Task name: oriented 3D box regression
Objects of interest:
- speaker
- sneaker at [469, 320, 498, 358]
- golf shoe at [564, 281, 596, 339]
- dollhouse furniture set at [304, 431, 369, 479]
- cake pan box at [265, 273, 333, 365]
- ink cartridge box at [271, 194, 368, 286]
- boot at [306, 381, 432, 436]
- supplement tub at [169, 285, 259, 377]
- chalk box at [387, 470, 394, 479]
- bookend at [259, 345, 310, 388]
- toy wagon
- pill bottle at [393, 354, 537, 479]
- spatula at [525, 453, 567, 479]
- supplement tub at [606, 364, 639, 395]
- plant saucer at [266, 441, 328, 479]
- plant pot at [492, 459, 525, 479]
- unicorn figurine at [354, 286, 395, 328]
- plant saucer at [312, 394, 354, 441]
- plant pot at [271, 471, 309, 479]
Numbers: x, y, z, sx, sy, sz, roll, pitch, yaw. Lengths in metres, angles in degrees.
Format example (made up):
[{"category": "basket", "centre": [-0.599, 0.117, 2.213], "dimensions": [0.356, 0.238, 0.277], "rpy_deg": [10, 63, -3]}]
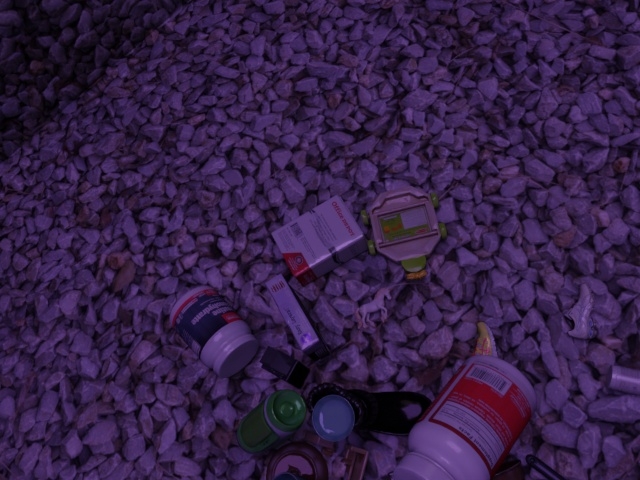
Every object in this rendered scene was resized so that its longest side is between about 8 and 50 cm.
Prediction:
[{"category": "speaker", "centre": [-0.149, 0.537, 1.669], "dimensions": [0.131, 0.296, 0.131], "rpy_deg": [15, 52, -21]}, {"category": "sneaker", "centre": [0.487, 0.347, 1.714], "dimensions": [0.094, 0.081, 0.208], "rpy_deg": [-9, 66, 12]}, {"category": "golf shoe", "centre": [0.780, 0.209, 1.711], "dimensions": [0.086, 0.069, 0.176], "rpy_deg": [0, 66, 20]}, {"category": "dollhouse furniture set", "centre": [0.032, 0.649, 1.661], "dimensions": [0.151, 0.144, 0.123], "rpy_deg": [23, 71, -16]}, {"category": "cake pan box", "centre": [-0.063, 0.260, 1.796], "dimensions": [0.070, 0.246, 0.267], "rpy_deg": [-32, 63, -1]}, {"category": "ink cartridge box", "centre": [0.000, 0.000, 1.966], "dimensions": [0.273, 0.114, 0.197], "rpy_deg": [-30, 63, 1]}, {"category": "boot", "centre": [0.151, 0.488, 1.634], "dimensions": [0.348, 0.260, 0.131], "rpy_deg": [-4, 67, 13]}, {"category": "supplement tub", "centre": [-0.352, 0.299, 1.881], "dimensions": [0.191, 0.191, 0.272], "rpy_deg": [-45, 64, -8]}, {"category": "chalk box", "centre": [0.292, 0.726, 1.571], "dimensions": [0.132, 0.132, 0.213], "rpy_deg": [-24, 65, 2]}, {"category": "bookend", "centre": [-0.131, 0.394, 1.804], "dimensions": [0.156, 0.157, 0.072], "rpy_deg": [24, 74, 21]}, {"category": "toy wagon", "centre": [0.290, -0.019, 1.930], "dimensions": [0.267, 0.068, 0.344], "rpy_deg": [-14, 65, 8]}, {"category": "pill bottle", "centre": [0.378, 0.510, 1.492], "dimensions": [0.229, 0.229, 0.408], "rpy_deg": [34, 54, 24]}, {"category": "spatula", "centre": [0.693, 0.686, 1.543], "dimensions": [0.296, 0.030, 0.084], "rpy_deg": [36, 78, 25]}, {"category": "supplement tub", "centre": [0.873, 0.396, 1.602], "dimensions": [0.107, 0.071, 0.071], "rpy_deg": [11, 70, 18]}, {"category": "plant saucer", "centre": [-0.075, 0.713, 1.720], "dimensions": [0.199, 0.036, 0.198], "rpy_deg": [-5, 67, 12]}, {"category": "plant pot", "centre": [0.496, 0.700, 1.521], "dimensions": [0.167, 0.167, 0.165], "rpy_deg": [-23, 71, 3]}, {"category": "unicorn figurine", "centre": [0.183, 0.220, 1.855], "dimensions": [0.162, 0.060, 0.111], "rpy_deg": [-20, 64, 5]}, {"category": "plant saucer", "centre": [0.037, 0.475, 1.522], "dimensions": [0.119, 0.021, 0.119], "rpy_deg": [-5, 75, 18]}, {"category": "plant pot", "centre": [-0.036, 0.806, 1.560], "dimensions": [0.195, 0.290, 0.290], "rpy_deg": [22, 67, -25]}]
